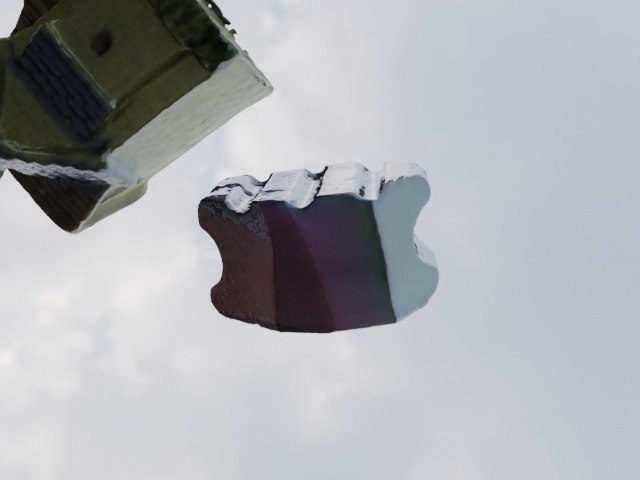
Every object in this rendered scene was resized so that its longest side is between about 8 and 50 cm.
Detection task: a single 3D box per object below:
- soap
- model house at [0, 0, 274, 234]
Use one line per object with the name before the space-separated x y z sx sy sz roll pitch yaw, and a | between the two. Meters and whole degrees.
soap | 0.000 0.000 1.337 0.193 0.324 0.109 -8 -84 2
model house | -0.222 -0.169 1.505 0.266 0.321 0.261 -41 -97 3
